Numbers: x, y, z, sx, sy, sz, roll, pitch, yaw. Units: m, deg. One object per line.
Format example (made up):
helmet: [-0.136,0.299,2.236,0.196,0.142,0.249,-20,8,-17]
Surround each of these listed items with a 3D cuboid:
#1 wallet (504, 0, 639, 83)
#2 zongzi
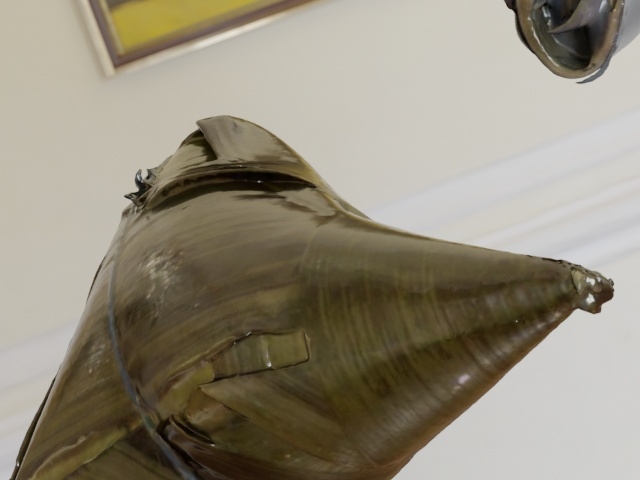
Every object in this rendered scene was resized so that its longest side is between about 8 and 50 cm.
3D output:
wallet: [0.134,-0.172,0.529,0.069,0.170,0.231,13,26,26]
zongzi: [0.000,0.000,0.474,0.242,0.112,0.221,-38,27,34]
